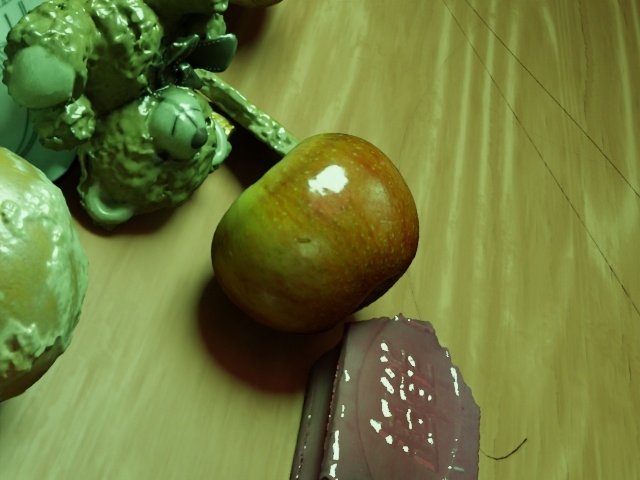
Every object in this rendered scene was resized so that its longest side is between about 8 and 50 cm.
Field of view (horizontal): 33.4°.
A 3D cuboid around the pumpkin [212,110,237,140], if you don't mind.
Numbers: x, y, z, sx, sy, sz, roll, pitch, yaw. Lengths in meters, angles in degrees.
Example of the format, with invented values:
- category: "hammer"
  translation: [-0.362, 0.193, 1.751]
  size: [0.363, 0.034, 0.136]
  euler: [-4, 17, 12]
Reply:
- category: "pumpkin"
  translation: [-0.145, -0.114, 1.208]
  size: [0.074, 0.054, 0.083]
  euler: [31, 59, -5]

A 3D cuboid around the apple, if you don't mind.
- category: "apple"
  translation: [0.000, 0.000, 1.086]
  size: [0.173, 0.210, 0.235]
  euler: [46, 52, 1]

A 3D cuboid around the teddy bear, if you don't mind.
- category: "teddy bear"
  translation: [-0.186, -0.142, 1.063]
  size: [0.267, 0.156, 0.256]
  euler: [-34, 120, -29]

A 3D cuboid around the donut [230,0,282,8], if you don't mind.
- category: "donut"
  translation: [-0.171, -0.458, 1.329]
  size: [0.449, 0.198, 0.449]
  euler: [39, 9, -7]

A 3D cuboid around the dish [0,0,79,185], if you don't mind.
- category: "dish"
  translation: [-0.345, -0.186, 1.017]
  size: [0.316, 0.106, 0.317]
  euler: [-10, 90, -72]

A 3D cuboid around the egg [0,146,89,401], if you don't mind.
- category: "egg"
  translation: [-0.282, 0.024, 0.841]
  size: [0.194, 0.195, 0.233]
  euler: [10, 40, -32]

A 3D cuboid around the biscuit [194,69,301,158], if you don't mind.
- category: "biscuit"
  translation: [-0.088, -0.148, 1.235]
  size: [0.228, 0.031, 0.176]
  euler: [39, 0, -29]

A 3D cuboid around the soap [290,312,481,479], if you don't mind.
- category: "soap"
  translation: [0.063, 0.186, 1.039]
  size: [0.162, 0.099, 0.250]
  euler: [21, 40, -10]
